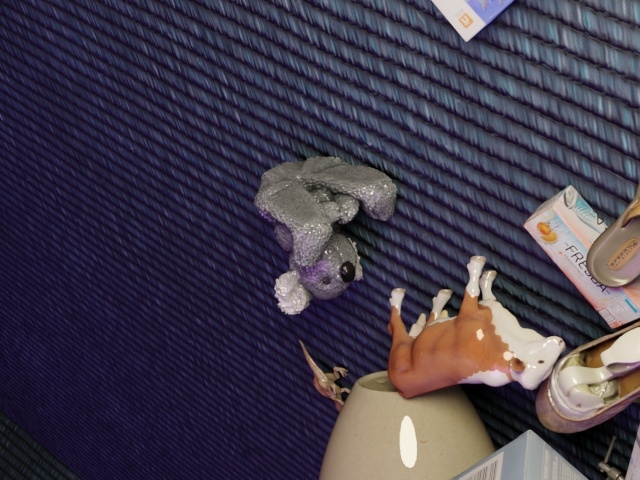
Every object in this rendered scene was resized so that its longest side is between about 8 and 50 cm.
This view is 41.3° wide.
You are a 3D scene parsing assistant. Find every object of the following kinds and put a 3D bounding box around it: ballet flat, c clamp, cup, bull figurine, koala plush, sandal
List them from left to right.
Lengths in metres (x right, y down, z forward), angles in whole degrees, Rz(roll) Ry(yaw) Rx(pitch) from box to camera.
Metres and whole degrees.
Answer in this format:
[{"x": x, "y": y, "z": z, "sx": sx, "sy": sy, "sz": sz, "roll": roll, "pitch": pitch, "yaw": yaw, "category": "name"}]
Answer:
[{"x": 0.000, "y": 0.000, "z": 1.333, "sx": 0.203, "sy": 0.196, "sz": 0.221, "roll": 29, "pitch": 141, "yaw": 41, "category": "koala plush"}, {"x": 0.146, "y": 0.348, "z": 1.414, "sx": 0.331, "sy": 0.331, "sz": 0.236, "roll": 1, "pitch": 97, "yaw": 44, "category": "cup"}, {"x": 0.208, "y": 0.139, "z": 1.234, "sx": 0.101, "sy": 0.188, "sz": 0.310, "roll": 20, "pitch": 152, "yaw": -35, "category": "bull figurine"}, {"x": 0.378, "y": 0.165, "z": 1.108, "sx": 0.316, "sy": 0.106, "sz": 0.107, "roll": -44, "pitch": 53, "yaw": 38, "category": "ballet flat"}, {"x": 0.472, "y": 0.394, "z": 1.265, "sx": 0.161, "sy": 0.022, "sz": 0.137, "roll": 44, "pitch": 134, "yaw": 42, "category": "c clamp"}, {"x": 0.385, "y": -0.026, "z": 0.982, "sx": 0.090, "sy": 0.060, "sz": 0.219, "roll": 37, "pitch": 120, "yaw": 5, "category": "sandal"}]

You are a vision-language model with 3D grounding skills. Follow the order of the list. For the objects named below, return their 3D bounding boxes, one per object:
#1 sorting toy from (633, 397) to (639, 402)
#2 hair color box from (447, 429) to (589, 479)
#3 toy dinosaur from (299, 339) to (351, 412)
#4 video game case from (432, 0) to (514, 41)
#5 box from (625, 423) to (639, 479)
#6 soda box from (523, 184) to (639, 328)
[{"x": 0.452, "y": 0.195, "z": 1.144, "sx": 0.102, "sy": 0.061, "sz": 0.042, "roll": 23, "pitch": 136, "yaw": 25, "category": "sorting toy"}, {"x": 0.359, "y": 0.459, "z": 1.207, "sx": 0.374, "sy": 0.113, "sz": 0.185, "roll": 41, "pitch": 123, "yaw": -8, "category": "hair color box"}, {"x": 0.014, "y": 0.278, "z": 1.659, "sx": 0.093, "sy": 0.053, "sz": 0.183, "roll": -18, "pitch": 109, "yaw": 52, "category": "toy dinosaur"}, {"x": 0.173, "y": -0.388, "z": 0.909, "sx": 0.244, "sy": 0.061, "sz": 0.269, "roll": 49, "pitch": 143, "yaw": -2, "category": "video game case"}, {"x": 0.498, "y": 0.300, "z": 1.148, "sx": 0.145, "sy": 0.038, "sz": 0.186, "roll": -4, "pitch": 127, "yaw": 2, "category": "box"}, {"x": 0.350, "y": 0.022, "z": 1.091, "sx": 0.183, "sy": 0.063, "sz": 0.058, "roll": 49, "pitch": 141, "yaw": -2, "category": "soda box"}]
